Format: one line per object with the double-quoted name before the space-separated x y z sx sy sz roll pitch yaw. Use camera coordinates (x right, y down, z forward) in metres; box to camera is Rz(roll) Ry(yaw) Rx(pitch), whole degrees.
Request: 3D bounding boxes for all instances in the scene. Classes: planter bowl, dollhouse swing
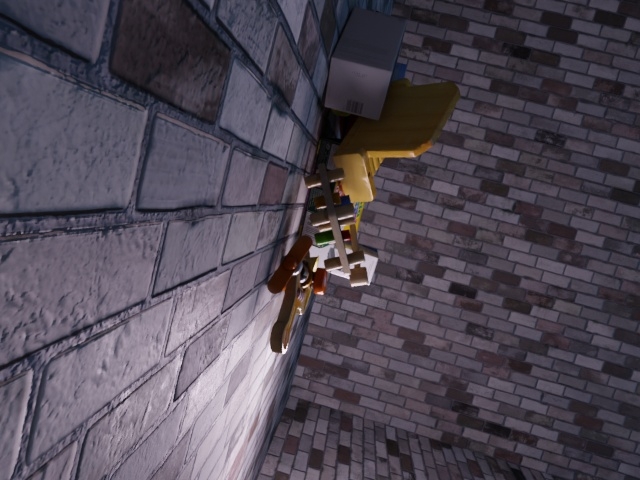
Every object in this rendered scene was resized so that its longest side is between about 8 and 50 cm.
"planter bowl" -0.076 0.146 1.612 0.217 0.090 0.218 16 90 -85
"dollhouse swing" 0.264 -0.304 1.435 0.347 0.304 0.315 -58 149 -24

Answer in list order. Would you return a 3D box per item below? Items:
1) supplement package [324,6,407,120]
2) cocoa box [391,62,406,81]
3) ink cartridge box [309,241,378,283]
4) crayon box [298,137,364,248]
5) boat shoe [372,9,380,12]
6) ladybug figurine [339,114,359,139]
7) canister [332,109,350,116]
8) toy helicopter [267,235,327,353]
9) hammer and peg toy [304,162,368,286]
"supplement package" 0.140 -0.541 1.370 0.175 0.177 0.293 100 8 -55
"cocoa box" 0.326 -0.818 2.473 0.228 0.231 0.347 100 6 -46
"ink cartridge box" 0.079 0.064 1.902 0.223 0.307 0.129 -53 160 -80
"crayon box" 0.073 -0.179 1.631 0.313 0.106 0.363 -20 127 -59
"boat shoe" 0.254 -1.018 2.103 0.142 0.040 0.049 80 26 -80
"ladybug figurine" 0.174 -0.475 1.809 0.449 0.161 0.305 93 -19 -62
"canister" 0.095 -0.531 1.541 0.126 0.073 0.170 99 6 -59
"toy helicopter" -0.077 0.146 1.257 0.355 0.140 0.235 -75 167 -45
"hammer and peg toy" 0.050 -0.029 1.385 0.266 0.127 0.362 -100 175 -47
